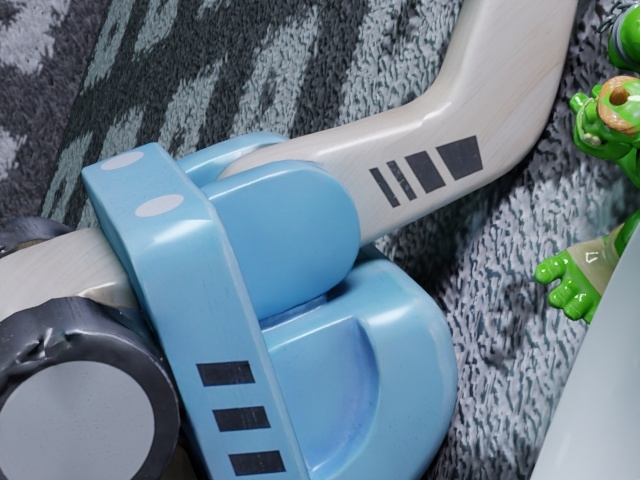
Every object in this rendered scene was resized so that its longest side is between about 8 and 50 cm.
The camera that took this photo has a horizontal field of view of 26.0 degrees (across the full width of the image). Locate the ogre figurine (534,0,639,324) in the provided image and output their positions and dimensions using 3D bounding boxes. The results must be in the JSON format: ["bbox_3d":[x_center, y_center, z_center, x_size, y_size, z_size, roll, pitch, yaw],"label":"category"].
[{"bbox_3d":[0.156,-0.037,0.623,0.197,0.097,0.118,-62,0,-24],"label":"ogre figurine"}]

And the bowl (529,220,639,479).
[{"bbox_3d":[0.132,0.125,0.408,0.298,0.134,0.298,19,-90,-87],"label":"bowl"}]

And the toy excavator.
[{"bbox_3d":[0.000,0.000,0.808,0.222,0.445,0.433,-141,32,-66],"label":"toy excavator"}]
